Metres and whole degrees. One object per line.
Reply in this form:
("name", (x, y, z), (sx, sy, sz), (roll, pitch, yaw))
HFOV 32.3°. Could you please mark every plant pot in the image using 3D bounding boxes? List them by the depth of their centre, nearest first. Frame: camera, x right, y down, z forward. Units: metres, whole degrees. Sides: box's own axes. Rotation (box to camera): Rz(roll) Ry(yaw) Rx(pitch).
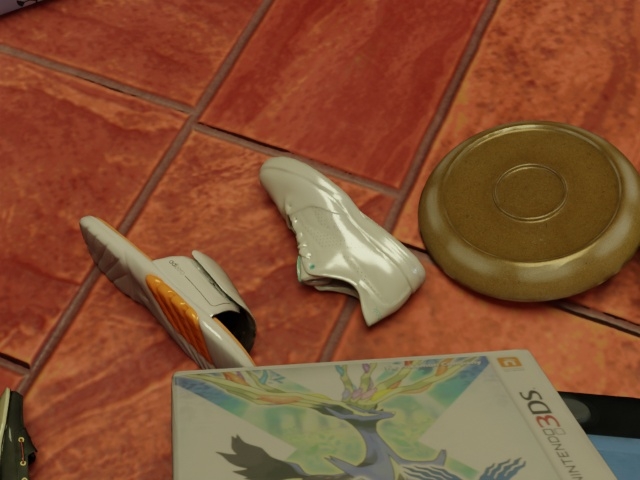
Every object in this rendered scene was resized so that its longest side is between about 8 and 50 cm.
("plant pot", (0.216, -0.042, 1.136), (0.236, 0.032, 0.236), (-6, 52, 8))

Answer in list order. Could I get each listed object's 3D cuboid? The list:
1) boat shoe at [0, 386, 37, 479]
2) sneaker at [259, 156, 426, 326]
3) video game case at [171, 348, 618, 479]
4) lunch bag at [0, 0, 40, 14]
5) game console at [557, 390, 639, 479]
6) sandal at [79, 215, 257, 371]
("boat shoe", (-0.280, 0.194, 0.998), (0.042, 0.049, 0.133), (14, 45, -25))
("sneaker", (0.000, 0.000, 1.113), (0.212, 0.080, 0.094), (40, 76, 22))
("video game case", (0.050, 0.172, 0.860), (0.328, 0.036, 0.300), (-3, 21, -7))
("lunch bag", (-0.375, -0.472, 1.240), (0.327, 0.385, 0.239), (-26, 60, -16))
("game console", (0.153, 0.217, 0.857), (0.341, 0.060, 0.386), (9, 21, 5))
("sandal", (-0.131, 0.041, 1.065), (0.076, 0.102, 0.265), (-38, 62, -23))
